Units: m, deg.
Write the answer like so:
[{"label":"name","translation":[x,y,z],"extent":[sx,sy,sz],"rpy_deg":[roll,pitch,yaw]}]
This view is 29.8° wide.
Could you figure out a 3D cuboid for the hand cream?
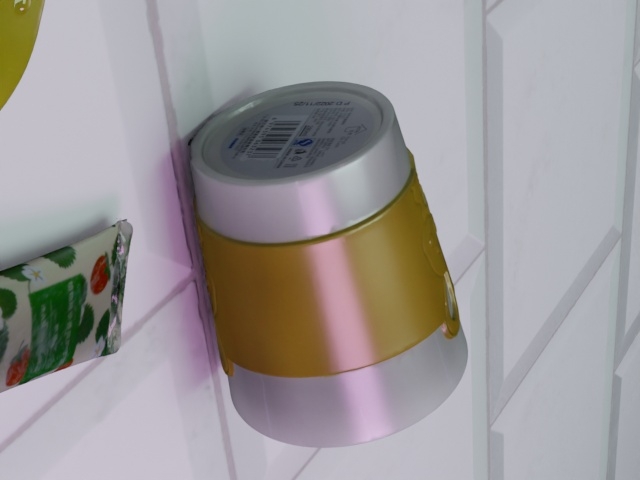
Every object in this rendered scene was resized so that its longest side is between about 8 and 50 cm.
[{"label":"hand cream","translation":[-0.190,0.055,0.673],"extent":[0.276,0.059,0.095],"rpy_deg":[-23,125,-61]}]

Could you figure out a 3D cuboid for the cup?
[{"label":"cup","translation":[0.000,0.000,0.894],"extent":[0.241,0.185,0.226],"rpy_deg":[-95,173,-56]}]

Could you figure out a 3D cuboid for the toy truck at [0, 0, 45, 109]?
[{"label":"toy truck","translation":[-0.167,-0.222,0.385],"extent":[0.180,0.254,0.405],"rpy_deg":[-1,107,-65]}]
